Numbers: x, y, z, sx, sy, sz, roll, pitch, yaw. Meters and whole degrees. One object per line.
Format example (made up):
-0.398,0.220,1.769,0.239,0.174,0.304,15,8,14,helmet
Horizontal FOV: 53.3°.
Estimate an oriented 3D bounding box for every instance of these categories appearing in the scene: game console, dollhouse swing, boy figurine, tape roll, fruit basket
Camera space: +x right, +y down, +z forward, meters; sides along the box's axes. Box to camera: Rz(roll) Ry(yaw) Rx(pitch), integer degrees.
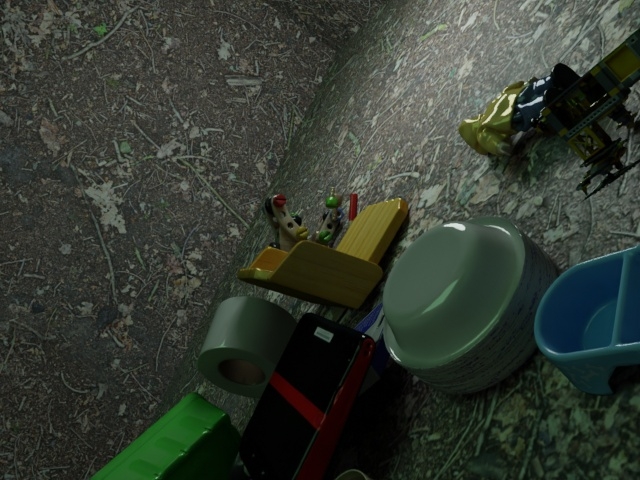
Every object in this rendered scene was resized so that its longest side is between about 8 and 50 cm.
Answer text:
-0.035,0.314,1.210,0.341,0.060,0.386,-63,16,-8,game console
0.000,0.000,1.613,0.347,0.315,0.304,172,116,-72,dollhouse swing
0.369,-0.231,1.237,0.285,0.092,0.177,-27,36,63,boy figurine
-0.191,0.289,1.722,0.246,0.246,0.169,-43,23,44,tape roll
-0.390,0.600,1.618,0.392,0.282,0.392,-25,12,6,fruit basket

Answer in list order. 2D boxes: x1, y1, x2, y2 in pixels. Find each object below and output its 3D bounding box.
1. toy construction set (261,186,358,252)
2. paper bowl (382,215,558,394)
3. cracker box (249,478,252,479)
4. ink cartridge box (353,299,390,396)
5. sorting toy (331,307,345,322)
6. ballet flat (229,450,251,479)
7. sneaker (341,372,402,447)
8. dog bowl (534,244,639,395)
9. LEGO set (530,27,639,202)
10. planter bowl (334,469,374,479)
-0.029,-0.008,1.909,0.309,0.257,0.237,-13,64,38,toy construction set
0.211,0.084,1.003,0.284,0.148,0.284,-43,24,24,paper bowl
-0.114,0.534,1.282,0.156,0.067,0.232,-37,0,-37,cracker box
0.068,0.236,1.252,0.371,0.069,0.175,-55,2,43,ink cartridge box
0.058,0.163,1.614,0.083,0.012,0.062,-55,19,15,sorting toy
-0.152,0.507,1.547,0.203,0.074,0.074,-61,15,-24,ballet flat
0.094,0.316,1.185,0.170,0.051,0.089,-49,18,47,sneaker
0.368,0.082,0.733,0.297,0.074,0.165,-32,32,59,dog bowl
0.468,-0.193,0.834,0.331,0.192,0.255,-42,-6,38,LEGO set
0.068,0.438,0.941,0.162,0.109,0.162,-52,18,24,planter bowl
